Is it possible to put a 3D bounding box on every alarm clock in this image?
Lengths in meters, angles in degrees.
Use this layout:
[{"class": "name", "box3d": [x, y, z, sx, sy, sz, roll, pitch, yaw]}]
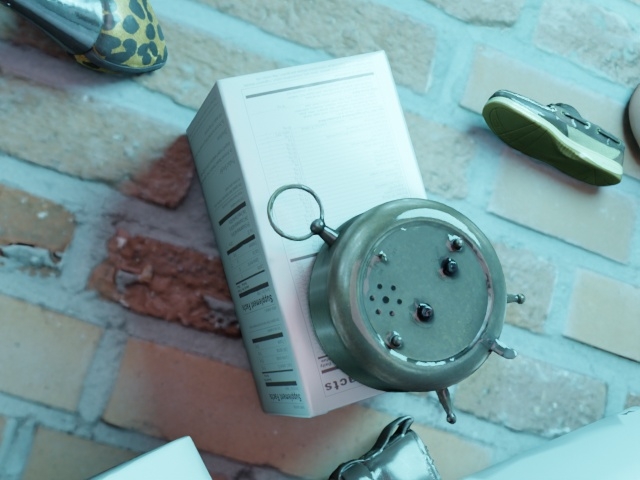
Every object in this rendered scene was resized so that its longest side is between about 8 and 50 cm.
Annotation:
[{"class": "alarm clock", "box3d": [0.045, 0.026, 0.601, 0.192, 0.064, 0.129, 35, 72, -7]}]

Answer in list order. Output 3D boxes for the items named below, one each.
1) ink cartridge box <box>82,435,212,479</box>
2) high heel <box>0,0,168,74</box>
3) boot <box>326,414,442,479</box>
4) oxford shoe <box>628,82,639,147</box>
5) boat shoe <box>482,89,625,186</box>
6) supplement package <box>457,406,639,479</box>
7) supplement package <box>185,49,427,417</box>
[{"class": "ink cartridge box", "box3d": [-0.197, 0.230, 0.508, 0.283, 0.207, 0.117, -26, 83, 5]}, {"class": "high heel", "box3d": [-0.190, -0.263, 0.728, 0.186, 0.093, 0.261, 29, 53, -39]}, {"class": "boot", "box3d": [0.027, 0.286, 0.676, 0.229, 0.091, 0.263, -12, 84, -27]}, {"class": "oxford shoe", "box3d": [0.492, -0.179, 0.863, 0.397, 0.146, 0.140, -29, 88, -20]}, {"class": "boat shoe", "box3d": [0.215, -0.100, 0.820, 0.152, 0.056, 0.049, 28, 69, -21]}, {"class": "supplement package", "box3d": [0.268, 0.287, 0.695, 0.198, 0.199, 0.262, -17, 87, -18]}, {"class": "supplement package", "box3d": [0.000, 0.000, 0.693, 0.139, 0.134, 0.244, -13, 85, -19]}]
